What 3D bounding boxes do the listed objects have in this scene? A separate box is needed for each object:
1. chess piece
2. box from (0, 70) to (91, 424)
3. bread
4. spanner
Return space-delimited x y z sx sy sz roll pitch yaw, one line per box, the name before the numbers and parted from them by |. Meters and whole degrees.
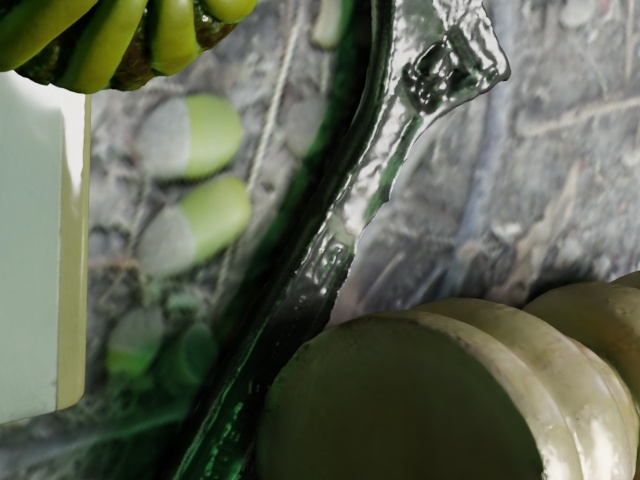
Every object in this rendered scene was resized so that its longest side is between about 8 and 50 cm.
chess piece | 0.104 0.074 0.766 0.261 0.143 0.142 -16 116 -50
box | -0.159 -0.060 0.547 0.211 0.045 0.270 -12 114 -37
bread | -0.064 -0.111 0.534 0.130 0.071 0.139 -1 106 -38
spanner | 0.000 0.000 0.720 0.093 0.026 0.325 30 86 -42
